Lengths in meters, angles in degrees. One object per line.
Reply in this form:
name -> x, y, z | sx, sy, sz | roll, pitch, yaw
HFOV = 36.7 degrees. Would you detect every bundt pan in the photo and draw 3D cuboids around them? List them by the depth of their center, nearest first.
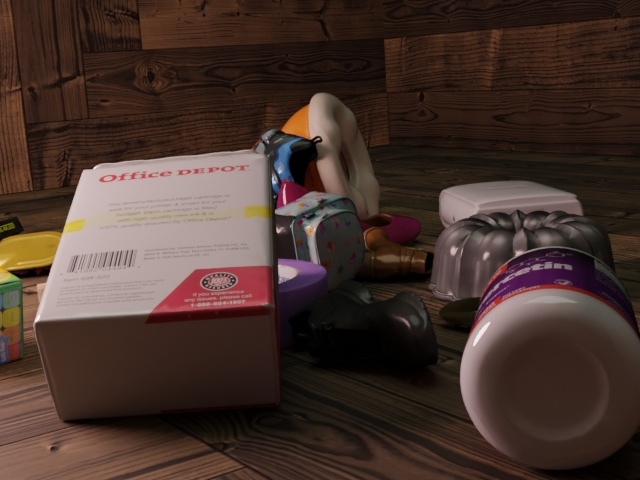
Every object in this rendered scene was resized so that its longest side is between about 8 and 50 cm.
bundt pan -> 0.352, 0.021, 1.680 | 0.330, 0.124, 0.331 | -3, 10, 0

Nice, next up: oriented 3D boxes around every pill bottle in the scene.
pill bottle -> 0.257, 0.110, 1.062 | 0.181, 0.182, 0.323 | -1, 11, 14

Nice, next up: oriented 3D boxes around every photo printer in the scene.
photo printer -> 0.416, -0.070, 2.189 | 0.255, 0.107, 0.307 | -5, 11, -8

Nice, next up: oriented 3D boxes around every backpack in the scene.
backpack -> 0.000, 0.000, 1.740 | 0.144, 0.166, 0.188 | 2, 24, 34

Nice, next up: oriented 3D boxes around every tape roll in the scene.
tape roll -> -0.124, 0.099, 1.515 | 0.274, 0.090, 0.275 | -3, 11, 1

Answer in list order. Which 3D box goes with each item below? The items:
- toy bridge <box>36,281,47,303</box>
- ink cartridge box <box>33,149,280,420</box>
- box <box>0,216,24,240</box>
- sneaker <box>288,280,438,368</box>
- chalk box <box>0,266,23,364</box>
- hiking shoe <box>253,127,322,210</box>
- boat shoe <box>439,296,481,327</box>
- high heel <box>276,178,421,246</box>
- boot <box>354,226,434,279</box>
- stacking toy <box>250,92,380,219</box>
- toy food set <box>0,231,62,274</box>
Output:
toy bridge -> -0.436, 0.076, 1.811 | 0.188, 0.063, 0.026 | -6, 11, -11
ink cartridge box -> -0.194, 0.045, 1.287 | 0.279, 0.161, 0.385 | -4, 33, 0
box -> -0.773, 0.017, 2.110 | 0.190, 0.045, 0.184 | -27, 1, 18
sneaker -> 0.055, 0.129, 1.309 | 0.130, 0.109, 0.286 | -19, 9, -25
chalk box -> -0.520, 0.111, 1.411 | 0.213, 0.133, 0.132 | 24, 25, 38
hiking shoe -> -0.102, -0.095, 2.039 | 0.132, 0.304, 0.113 | 11, -12, 31
boat shoe -> 0.250, 0.116, 1.443 | 0.153, 0.048, 0.056 | -5, 20, 30
high heel -> 0.073, -0.061, 2.053 | 0.377, 0.181, 0.127 | -13, 14, -41
boot -> 0.150, 0.028, 1.862 | 0.152, 0.073, 0.197 | -1, 23, 19
stacking toy -> -0.126, -0.123, 2.299 | 0.479, 0.351, 0.350 | -16, 6, 18
toy food set -> -0.598, 0.043, 2.072 | 0.217, 0.071, 0.128 | -7, 35, -8
